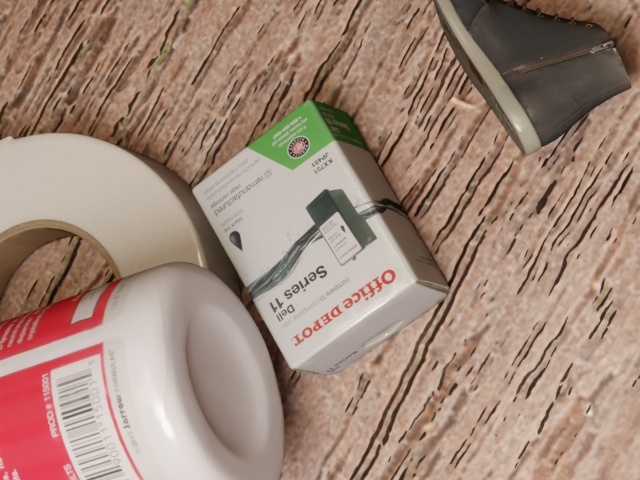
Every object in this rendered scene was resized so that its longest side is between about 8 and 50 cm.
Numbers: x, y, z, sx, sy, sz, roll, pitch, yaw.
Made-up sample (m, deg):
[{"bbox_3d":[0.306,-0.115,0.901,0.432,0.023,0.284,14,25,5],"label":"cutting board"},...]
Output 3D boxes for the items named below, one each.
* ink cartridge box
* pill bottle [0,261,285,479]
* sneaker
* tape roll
[{"bbox_3d":[0.000,0.000,1.734,0.153,0.087,0.208,-37,70,17],"label":"ink cartridge box"},{"bbox_3d":[-0.256,0.182,1.672,0.407,0.229,0.229,-19,74,22],"label":"pill bottle"},{"bbox_3d":[0.184,-0.186,1.693,0.118,0.083,0.222,-28,63,-1],"label":"sneaker"},{"bbox_3d":[-0.262,0.085,1.856,0.392,0.072,0.392,-4,81,25],"label":"tape roll"}]
